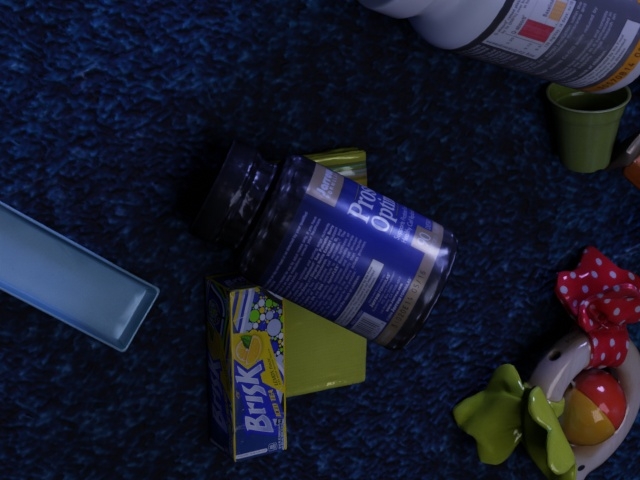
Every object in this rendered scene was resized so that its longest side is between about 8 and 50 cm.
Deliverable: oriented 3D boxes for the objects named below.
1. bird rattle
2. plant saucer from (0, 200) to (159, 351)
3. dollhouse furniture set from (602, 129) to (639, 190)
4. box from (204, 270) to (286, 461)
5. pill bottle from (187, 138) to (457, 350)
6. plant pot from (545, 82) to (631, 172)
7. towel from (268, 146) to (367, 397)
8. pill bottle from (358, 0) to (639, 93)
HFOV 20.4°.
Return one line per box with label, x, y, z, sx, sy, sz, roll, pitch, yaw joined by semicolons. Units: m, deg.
bird rattle;0.263;0.145;1.841;0.253;0.143;0.207;-55;136;-20
plant saucer;-0.230;0.030;1.548;0.192;0.018;0.067;31;88;-33
dollhouse furniture set;0.454;-0.074;1.828;0.262;0.135;0.259;41;78;-2
box;-0.069;0.115;1.647;0.059;0.054;0.169;-10;110;-28
pill bottle;0.000;0.000;1.575;0.219;0.123;0.123;27;91;-7
plant pot;0.264;-0.113;1.766;0.083;0.083;0.079;-20;127;-24
towel;-0.005;0.031;1.682;0.102;0.021;0.237;-9;110;-22
pill bottle;0.174;-0.239;1.617;0.278;0.162;0.162;13;98;-33
